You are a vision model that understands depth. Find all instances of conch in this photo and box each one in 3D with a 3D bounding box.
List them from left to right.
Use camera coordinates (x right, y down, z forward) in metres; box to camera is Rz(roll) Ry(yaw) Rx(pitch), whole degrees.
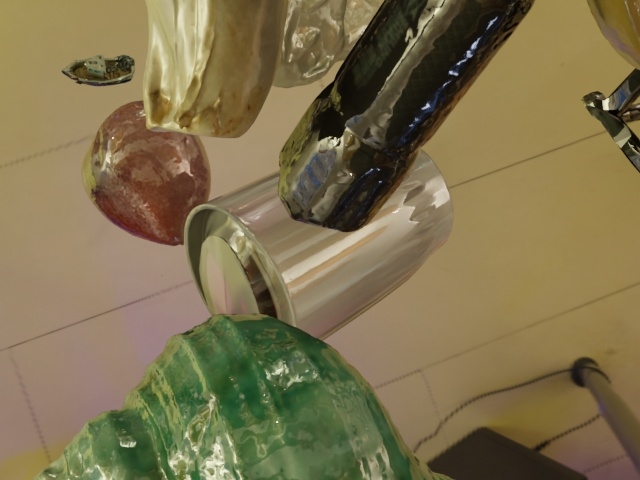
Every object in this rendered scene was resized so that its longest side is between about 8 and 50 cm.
[{"bbox_3d":[-0.028,0.128,0.429,0.202,0.134,0.196,23,127,6],"label":"conch"}]

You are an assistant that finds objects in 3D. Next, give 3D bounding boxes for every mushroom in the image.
[{"bbox_3d":[-0.097,-0.234,0.572,0.122,0.095,0.351,-16,96,-4],"label":"mushroom"}]

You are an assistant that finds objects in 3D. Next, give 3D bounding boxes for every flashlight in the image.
[{"bbox_3d":[0.093,-0.163,0.549,0.103,0.424,0.103,22,41,-20],"label":"flashlight"}]

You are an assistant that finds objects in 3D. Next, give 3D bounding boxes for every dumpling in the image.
[{"bbox_3d":[-0.022,-0.206,0.793,0.151,0.124,0.229,41,44,-10],"label":"dumpling"}]

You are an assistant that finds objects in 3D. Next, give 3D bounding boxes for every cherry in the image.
[{"bbox_3d":[-0.284,-0.114,1.582,0.239,0.239,0.206,39,39,-6],"label":"cherry"}]

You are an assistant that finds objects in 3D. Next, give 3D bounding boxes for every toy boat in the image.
[{"bbox_3d":[-0.253,-0.195,1.055,0.083,0.038,0.038,-8,89,-14],"label":"toy boat"}]

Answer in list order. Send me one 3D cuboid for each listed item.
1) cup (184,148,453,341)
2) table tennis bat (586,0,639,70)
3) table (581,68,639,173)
[{"bbox_3d":[0.000,0.000,1.368,0.371,0.253,0.253,-30,93,-33],"label":"cup"},{"bbox_3d":[0.146,-0.178,0.340,0.320,0.050,0.198,27,96,-43],"label":"table tennis bat"},{"bbox_3d":[0.425,-0.123,0.659,0.222,0.335,0.272,-13,63,-37],"label":"table"}]
